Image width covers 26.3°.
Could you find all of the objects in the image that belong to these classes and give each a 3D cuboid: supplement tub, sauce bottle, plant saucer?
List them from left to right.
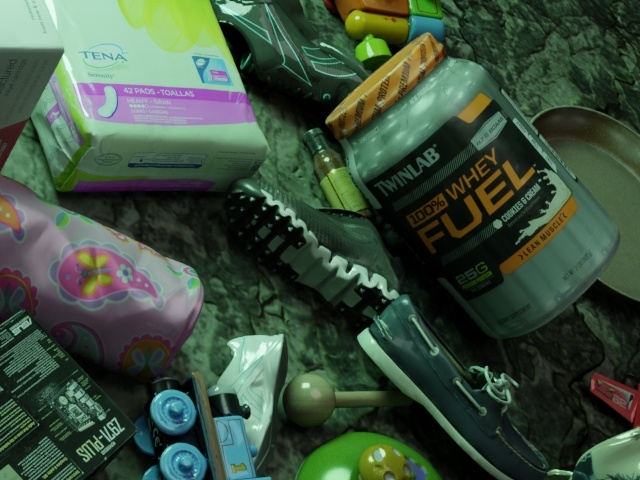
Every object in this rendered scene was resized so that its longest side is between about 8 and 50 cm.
[{"bbox_3d":[0.019,-0.069,1.553,0.042,0.042,0.128,-10,66,-40],"label":"sauce bottle"},{"bbox_3d":[0.163,-0.062,1.513,0.316,0.193,0.193,48,43,-8],"label":"supplement tub"},{"bbox_3d":[0.375,-0.038,1.785,0.310,0.050,0.310,20,47,-23],"label":"plant saucer"}]

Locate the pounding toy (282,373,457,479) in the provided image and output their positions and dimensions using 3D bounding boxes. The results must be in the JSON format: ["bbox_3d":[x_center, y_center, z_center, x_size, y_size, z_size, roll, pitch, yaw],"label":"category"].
[{"bbox_3d":[0.071,0.225,1.312,0.183,0.110,0.237,6,55,-33],"label":"pounding toy"}]

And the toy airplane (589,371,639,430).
[{"bbox_3d":[0.369,0.218,1.594,0.151,0.028,0.151,19,48,-22],"label":"toy airplane"}]

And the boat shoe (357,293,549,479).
[{"bbox_3d":[0.152,0.158,1.422,0.254,0.079,0.095,43,9,-5],"label":"boat shoe"}]

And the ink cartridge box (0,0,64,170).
[{"bbox_3d":[-0.397,-0.143,1.186,0.283,0.207,0.117,-6,60,-38],"label":"ink cartridge box"}]

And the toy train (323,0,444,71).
[{"bbox_3d":[0.050,-0.275,1.706,0.248,0.105,0.143,2,70,-35],"label":"toy train"}]

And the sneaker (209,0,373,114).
[{"bbox_3d":[-0.030,-0.200,1.603,0.267,0.101,0.106,46,70,-4],"label":"sneaker"}]

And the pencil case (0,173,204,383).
[{"bbox_3d":[-0.244,0.026,1.236,0.284,0.124,0.124,26,46,-19],"label":"pencil case"}]

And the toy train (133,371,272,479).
[{"bbox_3d":[-0.101,0.206,1.216,0.105,0.080,0.184,-1,61,-28],"label":"toy train"}]

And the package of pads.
[{"bbox_3d":[-0.209,-0.188,1.438,0.229,0.101,0.296,-1,58,-38],"label":"package of pads"}]

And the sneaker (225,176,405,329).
[{"bbox_3d":[0.000,0.000,1.465,0.234,0.078,0.106,37,40,-12],"label":"sneaker"}]

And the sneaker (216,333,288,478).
[{"bbox_3d":[-0.070,0.160,1.310,0.061,0.054,0.152,4,60,8],"label":"sneaker"}]

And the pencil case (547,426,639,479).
[{"bbox_3d":[0.360,0.393,1.360,0.160,0.183,0.410,39,35,-48],"label":"pencil case"}]

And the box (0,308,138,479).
[{"bbox_3d":[-0.267,0.168,1.131,0.147,0.077,0.180,45,43,3],"label":"box"}]
